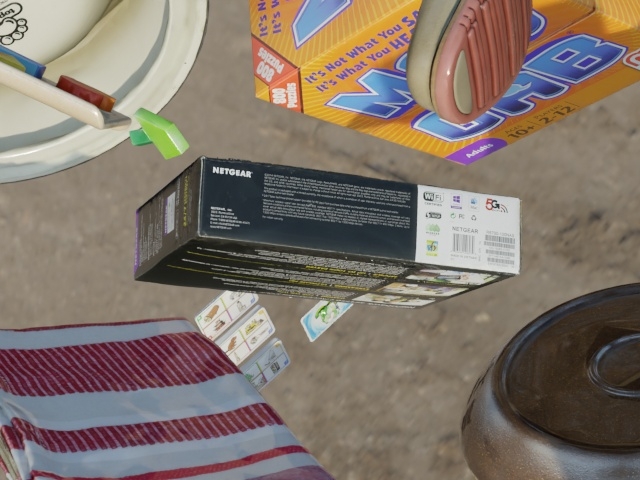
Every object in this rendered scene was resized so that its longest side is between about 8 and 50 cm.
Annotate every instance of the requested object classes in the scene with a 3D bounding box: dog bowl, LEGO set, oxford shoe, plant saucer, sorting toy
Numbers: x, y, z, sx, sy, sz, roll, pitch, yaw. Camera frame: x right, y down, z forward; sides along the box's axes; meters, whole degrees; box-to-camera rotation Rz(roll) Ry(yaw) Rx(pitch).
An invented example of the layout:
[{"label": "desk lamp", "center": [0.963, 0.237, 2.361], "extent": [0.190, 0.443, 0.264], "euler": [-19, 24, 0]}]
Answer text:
[{"label": "dog bowl", "center": [-0.321, -0.247, 1.517], "extent": [0.407, 0.408, 0.150], "euler": [-3, 47, -19]}, {"label": "LEGO set", "center": [-0.038, 0.049, 1.816], "extent": [0.244, 0.182, 0.060], "euler": [-42, 52, -14]}, {"label": "oxford shoe", "center": [0.105, -0.216, 1.251], "extent": [0.130, 0.123, 0.348], "euler": [6, 43, 17]}, {"label": "plant saucer", "center": [0.259, 0.114, 1.260], "extent": [0.310, 0.050, 0.311], "euler": [-12, 27, 6]}, {"label": "sorting toy", "center": [-0.080, -0.048, 0.530], "extent": [0.083, 0.062, 0.012], "euler": [25, 93, 1]}]

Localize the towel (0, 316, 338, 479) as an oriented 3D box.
[{"label": "towel", "center": [-0.142, 0.140, 1.237], "extent": [0.237, 0.037, 0.329], "euler": [-2, 24, -29]}]

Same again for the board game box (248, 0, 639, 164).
[{"label": "board game box", "center": [0.159, -0.346, 1.840], "extent": [0.356, 0.356, 0.356], "euler": [14, 61, -40]}]

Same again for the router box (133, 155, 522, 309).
[{"label": "router box", "center": [0.000, 0.000, 0.859], "extent": [0.178, 0.133, 0.046], "euler": [7, 77, -20]}]
